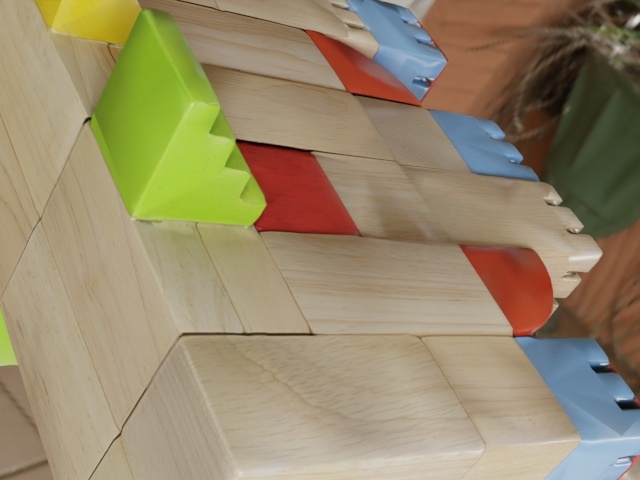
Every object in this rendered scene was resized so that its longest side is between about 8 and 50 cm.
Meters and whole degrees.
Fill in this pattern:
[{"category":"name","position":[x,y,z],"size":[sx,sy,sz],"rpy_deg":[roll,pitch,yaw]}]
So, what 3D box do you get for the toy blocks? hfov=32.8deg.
[{"category":"toy blocks","position":[0.000,0.000,0.471],"size":[0.261,0.190,0.381],"rpy_deg":[4,42,-38]}]
